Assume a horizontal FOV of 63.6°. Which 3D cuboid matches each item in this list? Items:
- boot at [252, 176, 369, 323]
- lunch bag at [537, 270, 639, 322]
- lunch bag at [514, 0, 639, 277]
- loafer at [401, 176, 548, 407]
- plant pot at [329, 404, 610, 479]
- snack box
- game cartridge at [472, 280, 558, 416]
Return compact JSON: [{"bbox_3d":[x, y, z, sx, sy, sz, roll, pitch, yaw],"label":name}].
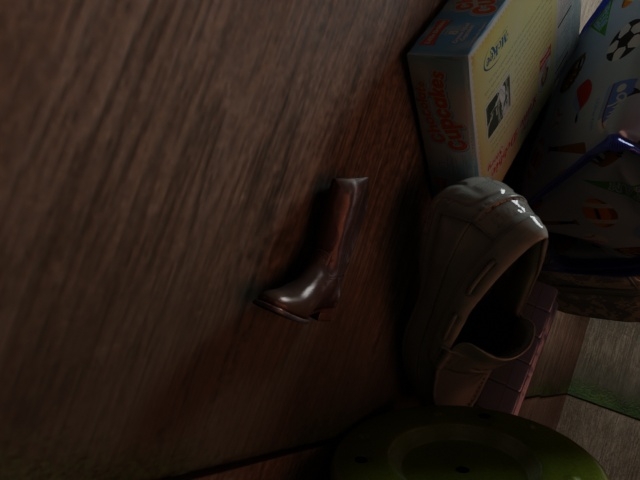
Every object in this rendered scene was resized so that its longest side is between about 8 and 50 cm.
[{"bbox_3d":[0.000,0.000,0.368,0.114,0.037,0.106,-70,159,1],"label":"boot"},{"bbox_3d":[0.530,-0.030,0.971,0.256,0.213,0.305,51,60,-32],"label":"lunch bag"},{"bbox_3d":[0.410,-0.139,0.692,0.385,0.239,0.327,106,10,-74],"label":"lunch bag"},{"bbox_3d":[0.154,0.090,0.526,0.112,0.111,0.319,-22,132,-18],"label":"loafer"},{"bbox_3d":[0.131,0.362,0.474,0.366,0.367,0.352,-11,101,-53],"label":"plant pot"},{"bbox_3d":[0.201,-0.205,0.545,0.322,0.060,0.187,-54,142,-26],"label":"snack box"},{"bbox_3d":[0.282,0.221,0.787,0.230,0.068,0.355,-57,154,-16],"label":"game cartridge"}]
